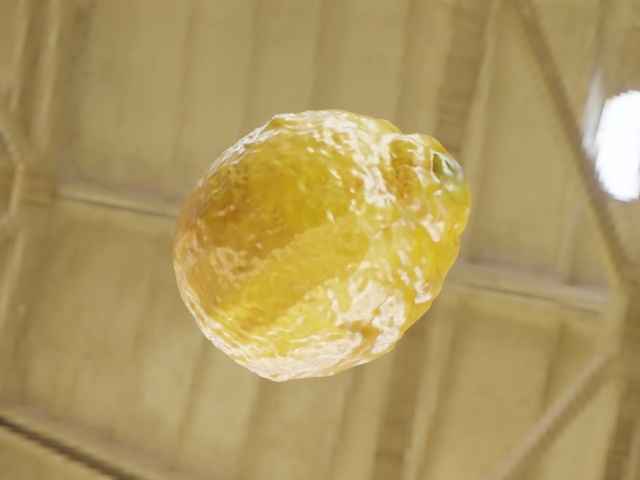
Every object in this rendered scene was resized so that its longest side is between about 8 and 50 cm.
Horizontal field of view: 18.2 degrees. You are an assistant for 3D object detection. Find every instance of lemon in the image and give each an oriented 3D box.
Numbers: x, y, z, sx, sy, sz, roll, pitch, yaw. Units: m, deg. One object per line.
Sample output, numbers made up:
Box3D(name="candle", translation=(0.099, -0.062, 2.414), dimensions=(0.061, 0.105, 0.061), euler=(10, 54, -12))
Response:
Box3D(name="lemon", translation=(0.000, 0.000, 1.083), dimensions=(0.187, 0.142, 0.142), euler=(-31, -124, 30))
